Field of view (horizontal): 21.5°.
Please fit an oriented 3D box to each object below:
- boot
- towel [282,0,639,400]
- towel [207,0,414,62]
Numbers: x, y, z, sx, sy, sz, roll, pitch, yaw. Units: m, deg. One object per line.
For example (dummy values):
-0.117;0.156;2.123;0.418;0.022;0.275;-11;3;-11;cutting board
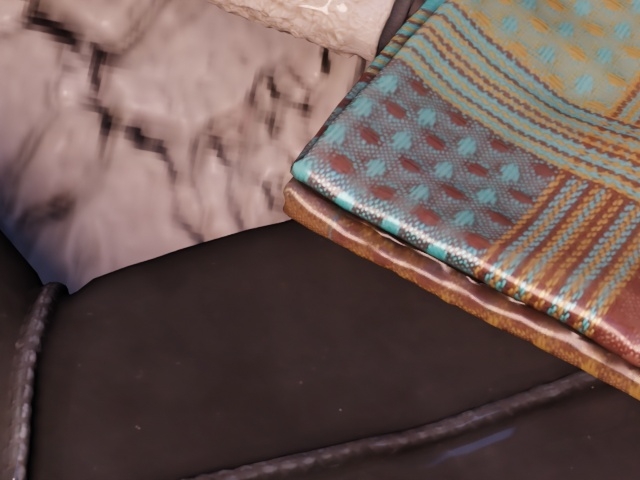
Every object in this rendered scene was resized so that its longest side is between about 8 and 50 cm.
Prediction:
0.001;0.002;0.575;0.445;0.146;0.367;-16;71;-10;boot
0.187;-0.067;0.571;0.271;0.040;0.370;27;48;14;towel
-0.027;-0.180;0.630;0.187;0.049;0.282;18;46;6;towel
